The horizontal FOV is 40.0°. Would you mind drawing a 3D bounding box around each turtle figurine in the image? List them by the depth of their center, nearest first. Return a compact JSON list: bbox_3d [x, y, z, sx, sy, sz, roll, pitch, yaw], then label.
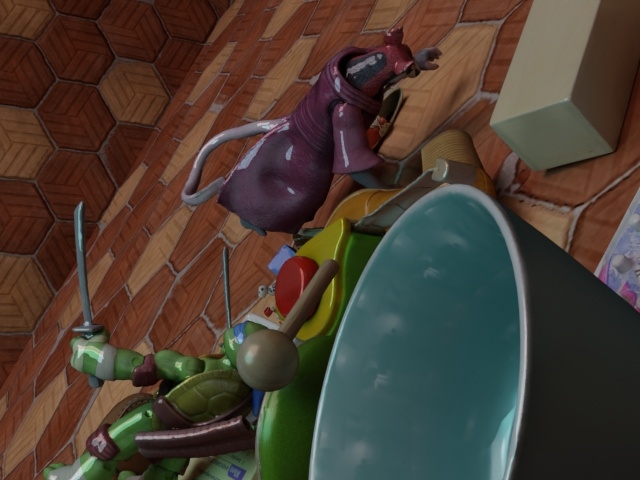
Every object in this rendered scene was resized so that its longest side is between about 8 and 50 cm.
[{"bbox_3d":[-0.165,0.141,0.901,0.266,0.275,0.198,-52,-13,14],"label":"turtle figurine"}]

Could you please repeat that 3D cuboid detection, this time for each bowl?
[{"bbox_3d":[0.120,0.133,0.596,0.311,0.163,0.311,-164,90,-73],"label":"bowl"}]

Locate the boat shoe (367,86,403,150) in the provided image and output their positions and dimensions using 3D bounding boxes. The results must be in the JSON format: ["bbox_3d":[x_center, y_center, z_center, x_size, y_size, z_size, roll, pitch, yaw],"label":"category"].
[{"bbox_3d":[0.090,-0.187,1.382,0.043,0.049,0.137,-18,36,53],"label":"boat shoe"}]

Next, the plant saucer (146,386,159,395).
[{"bbox_3d":[-0.290,0.329,1.400,0.200,0.037,0.200,-43,25,25],"label":"plant saucer"}]

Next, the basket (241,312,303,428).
[{"bbox_3d":[-0.052,0.169,1.057,0.113,0.103,0.167,-57,22,-8],"label":"basket"}]

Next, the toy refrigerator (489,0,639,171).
[{"bbox_3d":[0.284,-0.209,0.954,0.102,0.094,0.269,-14,44,49],"label":"toy refrigerator"}]

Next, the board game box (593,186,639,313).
[{"bbox_3d":[0.357,-0.048,0.612,0.389,0.050,0.390,-59,22,-12],"label":"board game box"}]

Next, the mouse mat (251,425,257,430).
[{"bbox_3d":[-0.134,0.282,1.192,0.152,0.007,0.189,-47,24,18],"label":"mouse mat"}]

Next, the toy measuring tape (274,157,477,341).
[{"bbox_3d":[0.045,0.035,0.884,0.330,0.121,0.121,-35,28,51],"label":"toy measuring tape"}]

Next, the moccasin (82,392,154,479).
[{"bbox_3d":[-0.255,0.366,1.040,0.147,0.139,0.380,-27,37,61],"label":"moccasin"}]

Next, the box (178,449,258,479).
[{"bbox_3d":[-0.108,0.324,0.923,0.243,0.117,0.214,-60,22,-17],"label":"box"}]

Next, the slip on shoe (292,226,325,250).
[{"bbox_3d":[0.000,0.000,1.292,0.041,0.051,0.135,-26,6,-21],"label":"slip on shoe"}]

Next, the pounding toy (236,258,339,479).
[{"bbox_3d":[0.033,0.157,0.791,0.110,0.236,0.183,0,27,36],"label":"pounding toy"}]

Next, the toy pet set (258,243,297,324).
[{"bbox_3d":[-0.060,0.070,1.275,0.114,0.065,0.122,-53,22,4],"label":"toy pet set"}]

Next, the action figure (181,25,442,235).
[{"bbox_3d":[0.007,-0.174,1.200,0.370,0.276,0.248,129,156,-50],"label":"action figure"}]

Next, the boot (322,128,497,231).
[{"bbox_3d":[0.086,0.025,1.001,0.295,0.104,0.211,-45,29,36],"label":"boot"}]
